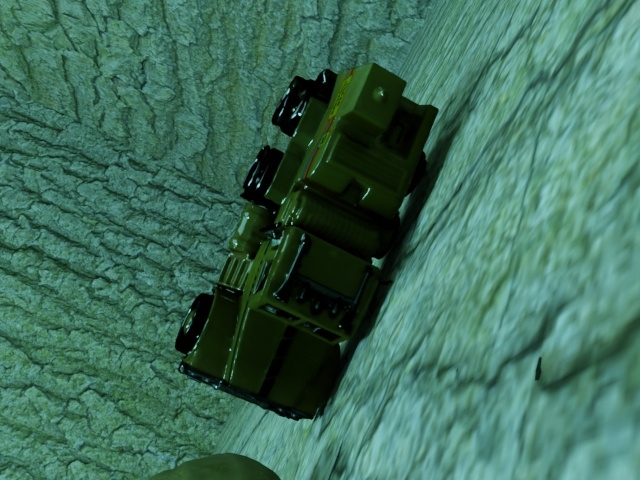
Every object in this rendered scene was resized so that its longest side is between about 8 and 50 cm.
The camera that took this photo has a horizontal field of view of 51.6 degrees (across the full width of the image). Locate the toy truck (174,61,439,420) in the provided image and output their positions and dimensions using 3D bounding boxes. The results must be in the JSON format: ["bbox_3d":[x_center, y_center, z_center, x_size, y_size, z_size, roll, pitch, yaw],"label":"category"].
[{"bbox_3d":[-0.002,0.002,0.489,0.257,0.127,0.127,-65,17,-6],"label":"toy truck"}]

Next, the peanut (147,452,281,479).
[{"bbox_3d":[-0.063,0.169,0.307,0.090,0.098,0.214,-52,7,7],"label":"peanut"}]
